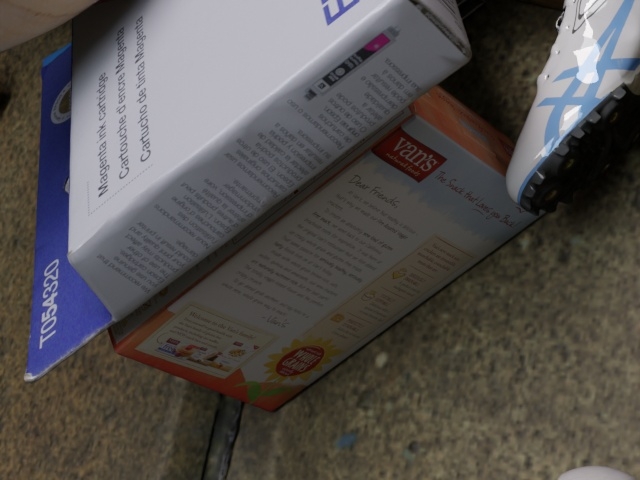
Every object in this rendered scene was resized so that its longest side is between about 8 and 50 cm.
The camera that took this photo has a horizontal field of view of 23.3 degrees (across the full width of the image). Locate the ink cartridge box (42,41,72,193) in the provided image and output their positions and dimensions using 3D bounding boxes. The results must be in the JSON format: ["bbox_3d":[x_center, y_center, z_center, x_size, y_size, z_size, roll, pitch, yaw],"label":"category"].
[{"bbox_3d":[-0.098,-0.101,1.092,0.191,0.082,0.139,-27,57,28],"label":"ink cartridge box"}]

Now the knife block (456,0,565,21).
[{"bbox_3d":[0.086,-0.243,1.006,0.242,0.088,0.275,23,87,39],"label":"knife block"}]

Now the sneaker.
[{"bbox_3d":[0.166,-0.123,0.898,0.086,0.085,0.237,27,83,24],"label":"sneaker"}]

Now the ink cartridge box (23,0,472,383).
[{"bbox_3d":[-0.080,-0.123,0.933,0.330,0.071,0.324,-35,37,20],"label":"ink cartridge box"}]

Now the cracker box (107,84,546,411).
[{"bbox_3d":[0.000,0.000,0.931,0.232,0.156,0.067,-37,53,19],"label":"cracker box"}]

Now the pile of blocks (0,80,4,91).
[{"bbox_3d":[-0.395,-0.032,1.237,0.113,0.149,0.362,24,90,40],"label":"pile of blocks"}]

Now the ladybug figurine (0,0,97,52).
[{"bbox_3d":[-0.191,-0.306,0.903,0.305,0.162,0.449,30,72,0],"label":"ladybug figurine"}]

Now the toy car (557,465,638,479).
[{"bbox_3d":[0.106,0.203,0.784,0.159,0.136,0.182,-36,55,21],"label":"toy car"}]
